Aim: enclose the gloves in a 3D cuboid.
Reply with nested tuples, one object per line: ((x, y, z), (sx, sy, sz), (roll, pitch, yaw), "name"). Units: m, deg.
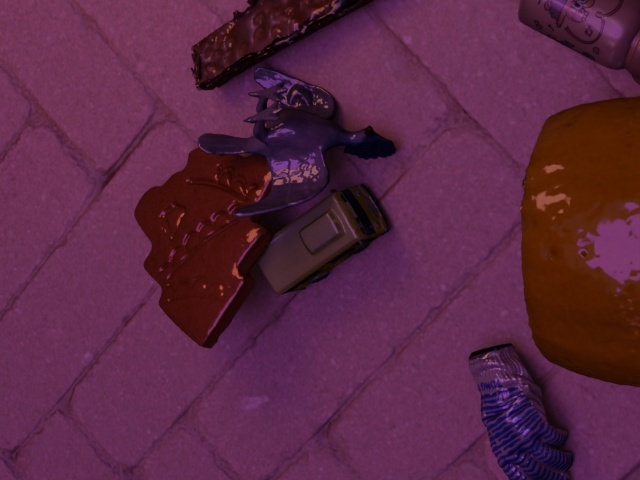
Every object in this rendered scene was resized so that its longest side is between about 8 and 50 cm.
((0.265, 0.247, 1.932), (0.229, 0.097, 0.119), (61, 148, 0), "gloves")

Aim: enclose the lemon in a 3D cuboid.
((0.413, 0.002, 1.668), (0.364, 0.364, 0.364), (5, 101, 26), "lemon")

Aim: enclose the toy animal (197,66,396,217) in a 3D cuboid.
((-0.037, -0.133, 1.974), (0.255, 0.176, 0.239), (-10, 52, 29), "toy animal")

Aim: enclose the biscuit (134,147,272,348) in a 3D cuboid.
((-0.164, 0.004, 2.051), (0.284, 0.043, 0.306), (-17, 63, 34), "biscuit")

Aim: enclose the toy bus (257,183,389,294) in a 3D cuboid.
((0.000, 0.000, 2.011), (0.175, 0.101, 0.088), (-35, 79, 29), "toy bus")

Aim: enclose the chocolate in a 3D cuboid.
((-0.046, -0.308, 2.006), (0.329, 0.065, 0.102), (-27, 64, 27), "chocolate")

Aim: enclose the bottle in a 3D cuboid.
((0.356, -0.263, 1.788), (0.209, 0.097, 0.110), (33, 150, 18), "bottle")
